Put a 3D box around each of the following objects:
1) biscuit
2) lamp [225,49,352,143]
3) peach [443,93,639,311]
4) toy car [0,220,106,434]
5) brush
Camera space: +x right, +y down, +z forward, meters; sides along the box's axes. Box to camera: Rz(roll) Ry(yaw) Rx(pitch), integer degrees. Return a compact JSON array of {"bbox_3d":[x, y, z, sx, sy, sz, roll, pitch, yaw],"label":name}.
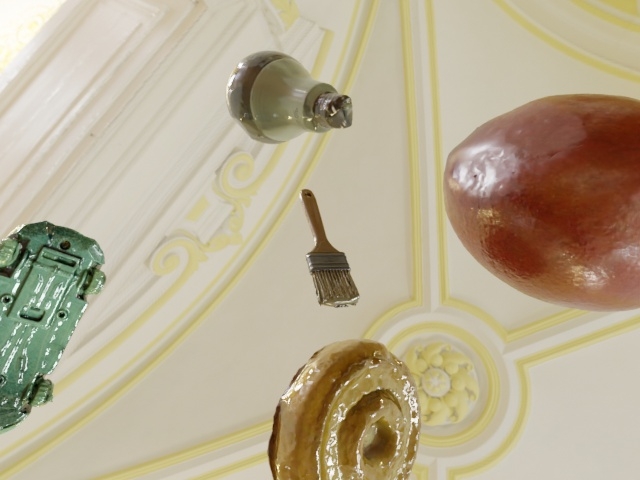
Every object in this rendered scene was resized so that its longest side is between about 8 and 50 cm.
[{"bbox_3d":[0.059,0.302,0.711,0.102,0.297,0.296,-3,-114,48],"label":"biscuit"},{"bbox_3d":[-0.055,-0.254,0.897,0.314,0.182,0.182,37,-96,30],"label":"lamp"},{"bbox_3d":[0.334,-0.057,0.626,0.333,0.308,0.307,20,-103,20],"label":"peach"},{"bbox_3d":[-0.262,0.072,0.393,0.058,0.093,0.186,13,-103,50],"label":"toy car"},{"bbox_3d":[0.000,0.000,0.483,0.043,0.014,0.169,1,-136,-19],"label":"brush"}]
